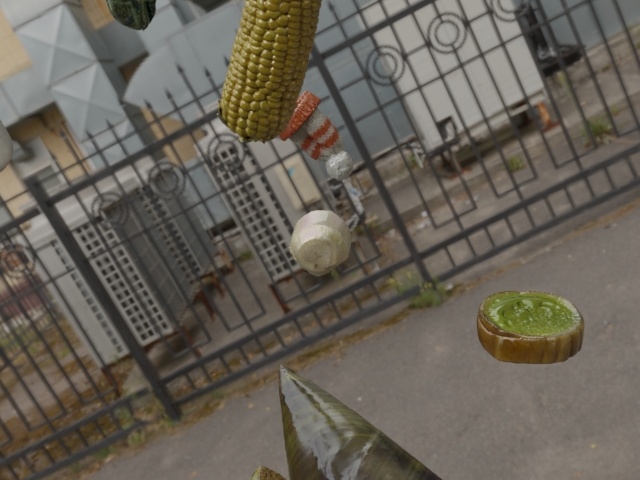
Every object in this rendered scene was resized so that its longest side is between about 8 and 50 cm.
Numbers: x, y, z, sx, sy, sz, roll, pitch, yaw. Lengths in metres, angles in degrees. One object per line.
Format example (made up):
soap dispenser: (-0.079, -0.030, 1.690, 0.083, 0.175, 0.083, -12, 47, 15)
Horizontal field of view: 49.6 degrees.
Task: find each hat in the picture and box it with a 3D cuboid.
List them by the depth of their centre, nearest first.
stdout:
hat: (0.000, -0.179, 1.222, 0.094, 0.162, 0.112, -50, 10, -8)

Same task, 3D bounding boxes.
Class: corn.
corn: (-0.052, -0.227, 0.782, 0.091, 0.091, 0.260, -65, -2, -49)

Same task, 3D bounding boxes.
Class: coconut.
coconut: (0.000, 0.000, 1.235, 0.110, 0.110, 0.124, -23, 20, 18)

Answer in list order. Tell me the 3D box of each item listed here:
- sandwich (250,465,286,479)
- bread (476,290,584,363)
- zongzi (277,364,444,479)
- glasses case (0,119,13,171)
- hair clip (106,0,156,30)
sandwich: (-0.090, 0.401, 0.849, 0.186, 0.065, 0.215, -56, 11, 4)
bread: (0.450, 0.183, 1.494, 0.236, 0.070, 0.236, -1, 23, 0)
zongzi: (0.070, 0.371, 0.633, 0.207, 0.403, 0.432, -17, 32, -24)
glasses case: (-0.371, -0.142, 0.660, 0.049, 0.193, 0.074, -29, 7, 46)
hair clip: (-0.186, -0.323, 0.672, 0.036, 0.229, 0.066, 23, 28, 35)
